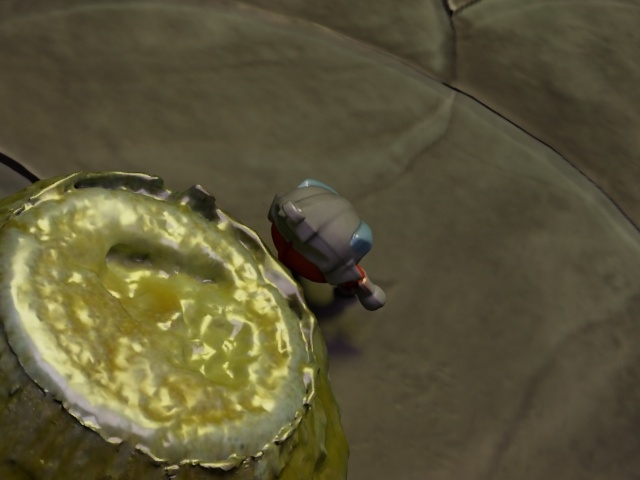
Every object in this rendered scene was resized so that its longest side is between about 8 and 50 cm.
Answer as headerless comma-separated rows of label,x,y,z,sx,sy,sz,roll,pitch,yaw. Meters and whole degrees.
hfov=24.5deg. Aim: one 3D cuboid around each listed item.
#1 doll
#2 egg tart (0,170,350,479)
doll,0.001,-0.001,0.604,0.039,0.114,0.057,-18,77,2
egg tart,-0.065,0.045,0.538,0.197,0.078,0.197,17,46,-18
